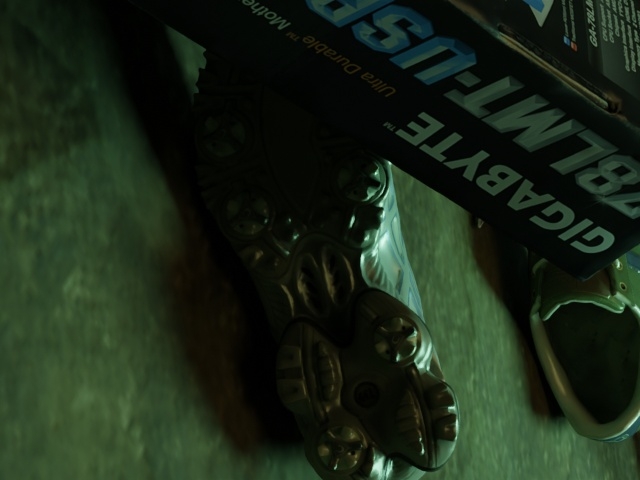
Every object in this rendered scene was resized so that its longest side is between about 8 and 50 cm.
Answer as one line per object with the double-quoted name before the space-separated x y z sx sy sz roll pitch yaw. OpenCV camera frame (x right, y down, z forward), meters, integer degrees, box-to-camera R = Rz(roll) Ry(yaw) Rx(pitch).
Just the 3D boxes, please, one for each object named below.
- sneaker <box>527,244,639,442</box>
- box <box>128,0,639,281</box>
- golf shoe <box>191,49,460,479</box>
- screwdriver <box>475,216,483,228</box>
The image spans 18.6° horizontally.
"sneaker" 0.129 0.007 0.929 0.086 0.064 0.192 -41 122 -67
"box" 0.000 -0.173 0.635 0.293 0.073 0.295 29 43 -32
"golf shoe" 0.000 0.000 0.672 0.086 0.069 0.176 54 25 -85
"screwdriver" 0.093 -0.061 0.961 0.024 0.025 0.170 59 25 -31
